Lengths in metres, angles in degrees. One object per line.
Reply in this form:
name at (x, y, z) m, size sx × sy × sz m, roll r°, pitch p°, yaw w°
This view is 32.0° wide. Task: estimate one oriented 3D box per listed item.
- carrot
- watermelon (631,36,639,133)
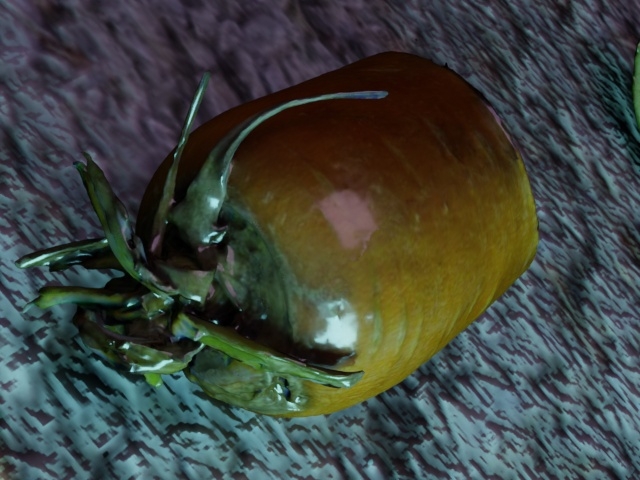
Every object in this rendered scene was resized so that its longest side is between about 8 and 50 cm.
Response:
carrot at (0.000, 0.000, 0.674) m, size 0.331 × 0.214 × 0.193 m, roll -29°, pitch 79°, yaw -37°
watermelon at (0.380, -0.088, 1.015) m, size 0.123 × 0.129 × 0.301 m, roll -23°, pitch 71°, yaw -42°
